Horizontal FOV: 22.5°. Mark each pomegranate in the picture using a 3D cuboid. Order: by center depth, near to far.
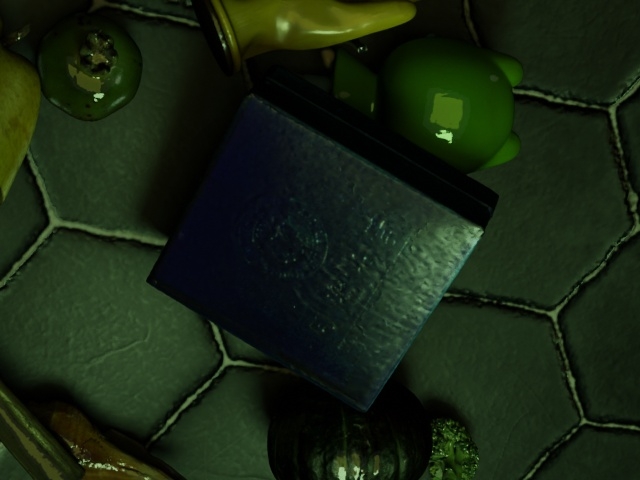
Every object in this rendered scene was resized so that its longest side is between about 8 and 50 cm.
[{"bbox_3d":[-0.236,-0.182,1.665,0.115,0.142,0.114,1,88,-17],"label":"pomegranate"}]

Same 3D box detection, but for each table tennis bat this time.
[{"bbox_3d":[0.029,-0.219,1.729,0.050,0.083,0.007,-22,123,-12],"label":"table tennis bat"}]

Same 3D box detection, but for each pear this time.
[{"bbox_3d":[-0.385,-0.171,1.634,0.267,0.267,0.178,41,66,-18],"label":"pear"}]

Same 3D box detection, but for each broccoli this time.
[{"bbox_3d":[0.148,0.261,1.888,0.095,0.092,0.097,27,129,-15],"label":"broccoli"}]

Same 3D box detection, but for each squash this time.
[{"bbox_3d":[0.035,0.225,1.804,0.193,0.193,0.155,14,88,-13],"label":"squash"}]

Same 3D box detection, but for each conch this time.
[{"bbox_3d":[-0.257,0.243,1.813,0.233,0.086,0.080,33,98,-15],"label":"conch"}]

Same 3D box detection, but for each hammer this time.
[{"bbox_3d":[-0.410,0.101,1.723,0.168,0.044,0.440,-40,96,5],"label":"hammer"}]

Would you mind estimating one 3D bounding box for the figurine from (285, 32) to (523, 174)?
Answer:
[{"bbox_3d":[0.086,-0.143,1.739,0.263,0.143,0.162,1,100,1],"label":"figurine"}]

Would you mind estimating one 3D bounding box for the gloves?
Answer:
[{"bbox_3d":[0.013,-0.284,1.705,0.294,0.116,0.133,-23,116,-9],"label":"gloves"}]

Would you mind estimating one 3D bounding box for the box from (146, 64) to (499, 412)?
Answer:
[{"bbox_3d":[0.000,0.000,1.697,0.279,0.116,0.261,30,117,0],"label":"box"}]
